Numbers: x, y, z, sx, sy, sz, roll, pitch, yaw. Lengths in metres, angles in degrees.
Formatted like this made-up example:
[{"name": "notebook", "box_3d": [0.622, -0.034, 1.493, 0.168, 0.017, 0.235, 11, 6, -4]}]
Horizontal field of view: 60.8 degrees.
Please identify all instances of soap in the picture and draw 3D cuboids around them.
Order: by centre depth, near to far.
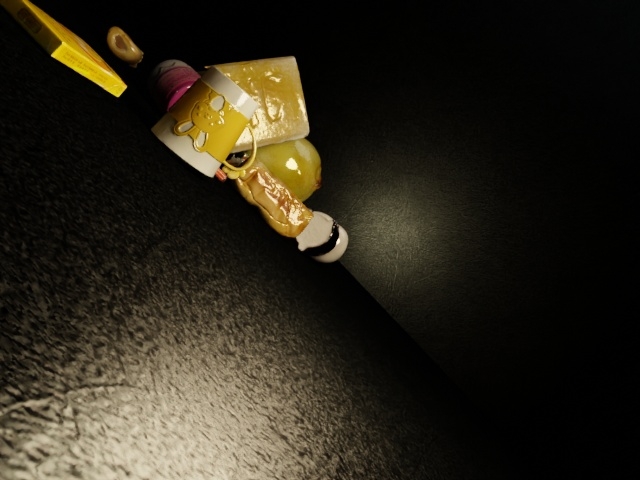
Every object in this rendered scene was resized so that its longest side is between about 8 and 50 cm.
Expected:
[{"name": "soap", "box_3d": [-0.229, -0.467, 1.888, 0.156, 0.334, 0.294, 6, -71, 62]}]

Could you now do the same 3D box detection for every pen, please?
[{"name": "pen", "box_3d": [-0.362, -0.262, 1.613, 0.239, 0.028, 0.028, 46, 3, 7]}]

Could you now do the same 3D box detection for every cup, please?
[{"name": "cup", "box_3d": [-0.252, -0.271, 1.324, 0.241, 0.226, 0.185, 38, 5, -12]}]

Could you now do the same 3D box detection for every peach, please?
[{"name": "peach", "box_3d": [-0.157, -0.292, 2.145, 0.282, 0.315, 0.315, -62, 144, -45]}]

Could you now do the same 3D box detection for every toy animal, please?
[{"name": "toy animal", "box_3d": [0.003, -0.008, 2.057, 0.187, 0.165, 0.235, 28, -3, 26]}]

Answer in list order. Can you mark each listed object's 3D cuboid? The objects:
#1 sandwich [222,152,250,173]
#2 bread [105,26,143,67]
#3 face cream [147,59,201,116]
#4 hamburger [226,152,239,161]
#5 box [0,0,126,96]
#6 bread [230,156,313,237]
[{"name": "sandwich", "box_3d": [-0.253, -0.225, 1.938, 0.185, 0.109, 0.160, 46, 1, -4]}, {"name": "bread", "box_3d": [-0.722, -0.705, 1.998, 0.134, 0.085, 0.173, 49, 1, -12]}, {"name": "face cream", "box_3d": [-0.444, -0.463, 1.745, 0.195, 0.175, 0.175, 49, 4, 34]}, {"name": "hamburger", "box_3d": [-0.290, -0.393, 2.380, 0.284, 0.174, 0.304, -7, -38, 46]}, {"name": "box", "box_3d": [-0.502, -0.386, 1.091, 0.152, 0.043, 0.269, 46, 3, 2]}, {"name": "bread", "box_3d": [-0.163, -0.139, 1.780, 0.294, 0.132, 0.167, 44, 2, -18]}]
